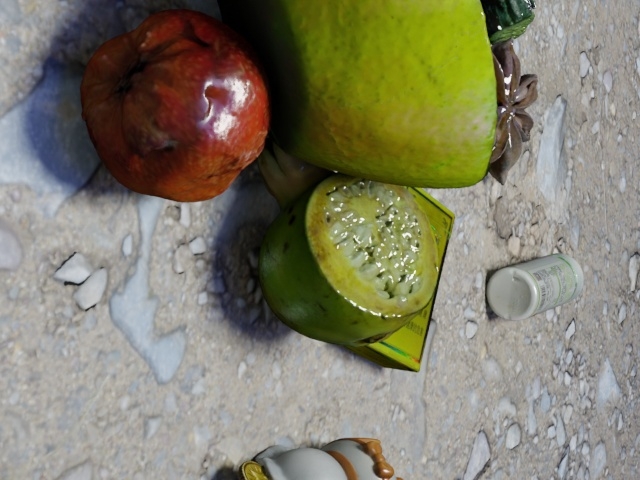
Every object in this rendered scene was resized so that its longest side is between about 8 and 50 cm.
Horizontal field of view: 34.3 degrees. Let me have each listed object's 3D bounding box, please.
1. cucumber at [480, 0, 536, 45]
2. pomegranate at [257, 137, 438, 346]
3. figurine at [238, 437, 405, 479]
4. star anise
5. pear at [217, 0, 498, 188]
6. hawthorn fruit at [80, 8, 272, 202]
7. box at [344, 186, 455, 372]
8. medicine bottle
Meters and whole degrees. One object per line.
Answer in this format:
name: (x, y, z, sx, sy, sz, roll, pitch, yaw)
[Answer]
cucumber: (0.245, -0.358, 1.472, 0.115, 0.086, 0.193, -114, -175, -65)
pomegranate: (-0.002, 0.012, 1.118, 0.241, 0.159, 0.190, 39, 49, -17)
figurine: (0.016, 0.281, 1.168, 0.271, 0.143, 0.143, 40, 61, -49)
star anise: (0.260, -0.186, 1.511, 0.197, 0.073, 0.212, 22, 78, -49)
pear: (0.004, -0.205, 0.988, 0.165, 0.399, 0.399, -24, 117, -12)
hawthorn fruit: (-0.122, -0.110, 0.922, 0.173, 0.173, 0.179, -58, 158, -33)
box: (0.094, 0.042, 1.314, 0.141, 0.064, 0.220, 33, 65, -49)
medicine bottle: (0.339, 0.072, 1.628, 0.183, 0.086, 0.086, -9, 100, -53)
